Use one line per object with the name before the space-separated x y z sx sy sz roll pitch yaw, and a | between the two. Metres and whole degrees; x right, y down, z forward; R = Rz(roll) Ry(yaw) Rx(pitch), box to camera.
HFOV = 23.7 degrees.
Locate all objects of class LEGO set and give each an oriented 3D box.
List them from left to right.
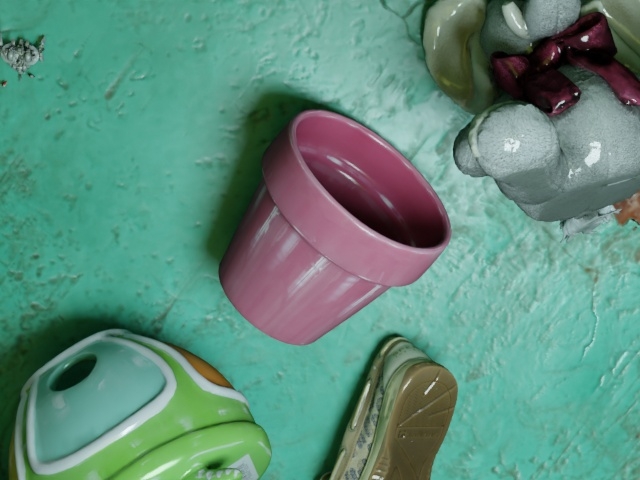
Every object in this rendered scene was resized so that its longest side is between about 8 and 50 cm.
LEGO set | -0.310 -0.177 1.530 0.054 0.023 0.083 36 101 -12

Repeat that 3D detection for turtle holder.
turtle holder | -0.215 0.239 1.550 0.320 0.243 0.227 -43 66 18

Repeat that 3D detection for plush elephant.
plush elephant | 0.234 -0.164 1.457 0.272 0.330 0.255 -15 74 -3

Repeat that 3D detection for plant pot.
plant pot | 0.000 0.000 1.521 0.201 0.201 0.180 34 116 -12

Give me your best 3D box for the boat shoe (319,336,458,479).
boat shoe | 0.064 0.244 1.648 0.105 0.089 0.285 11 109 -33
